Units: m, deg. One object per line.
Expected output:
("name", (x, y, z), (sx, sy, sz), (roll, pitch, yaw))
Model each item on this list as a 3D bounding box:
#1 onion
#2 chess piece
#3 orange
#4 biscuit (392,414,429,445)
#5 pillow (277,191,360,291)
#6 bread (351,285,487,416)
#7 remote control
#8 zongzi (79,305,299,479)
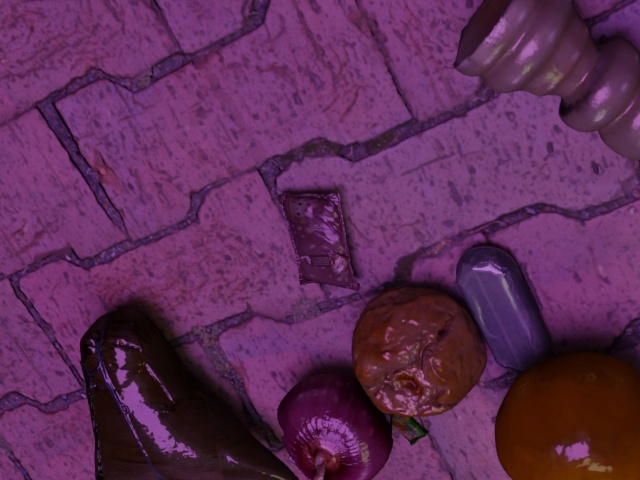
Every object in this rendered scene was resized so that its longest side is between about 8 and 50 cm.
("onion", (0.036, 0.330, 2.011), (0.200, 0.200, 0.207), (-36, 74, 30))
("chess piece", (0.369, -0.235, 1.603), (0.330, 0.182, 0.182), (31, 123, -9))
("orange", (0.420, 0.305, 1.836), (0.279, 0.235, 0.279), (4, 144, 3))
("biscuit", (0.153, 0.333, 2.062), (0.046, 0.016, 0.089), (-36, 104, 30))
("pillow", (0.000, 0.000, 1.906), (0.118, 0.043, 0.185), (1, 116, 23))
("bread", (0.154, 0.196, 1.909), (0.244, 0.134, 0.244), (11, 129, 14))
("remote control", (0.302, 0.118, 1.878), (0.104, 0.052, 0.247), (-18, 115, 25))
("zongzi", (-0.241, 0.293, 2.066), (0.392, 0.174, 0.356), (1, 115, 15))
